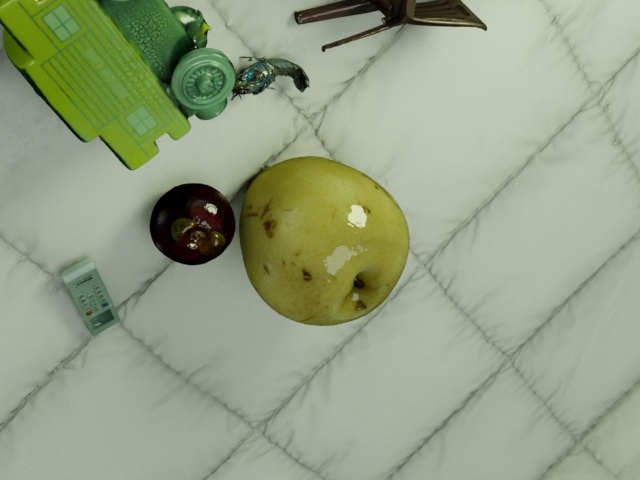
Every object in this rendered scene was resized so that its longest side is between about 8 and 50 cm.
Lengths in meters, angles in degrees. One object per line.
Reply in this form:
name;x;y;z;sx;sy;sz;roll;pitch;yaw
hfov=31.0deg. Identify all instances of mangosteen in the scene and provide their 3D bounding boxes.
mangosteen;-0.217;-0.023;1.988;0.152;0.152;0.153;-18;129;-24

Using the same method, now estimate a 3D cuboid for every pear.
pear;0.000;0.000;2.066;0.309;0.309;0.309;-18;129;-24

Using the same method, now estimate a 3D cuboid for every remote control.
remote control;-0.403;0.099;2.025;0.061;0.029;0.162;-28;137;-14

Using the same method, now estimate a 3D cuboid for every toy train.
toy train;-0.314;-0.300;1.712;0.272;0.179;0.442;-35;136;1

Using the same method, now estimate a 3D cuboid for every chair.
chair;0.133;-0.435;1.928;0.326;0.176;0.183;-14;135;-23

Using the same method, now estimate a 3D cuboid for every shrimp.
shrimp;-0.103;-0.277;1.964;0.174;0.076;0.082;-12;167;-34
